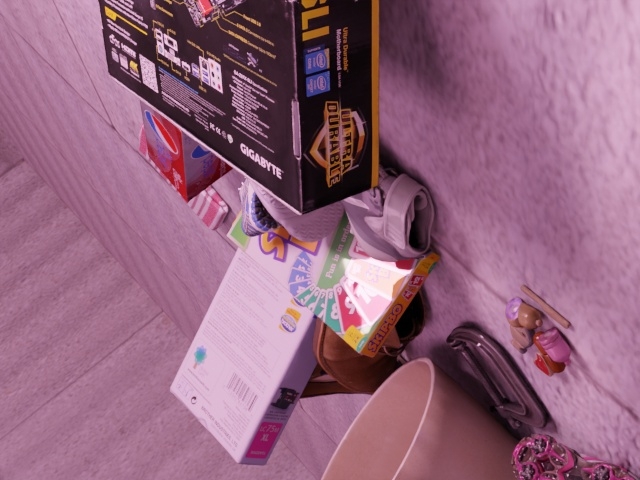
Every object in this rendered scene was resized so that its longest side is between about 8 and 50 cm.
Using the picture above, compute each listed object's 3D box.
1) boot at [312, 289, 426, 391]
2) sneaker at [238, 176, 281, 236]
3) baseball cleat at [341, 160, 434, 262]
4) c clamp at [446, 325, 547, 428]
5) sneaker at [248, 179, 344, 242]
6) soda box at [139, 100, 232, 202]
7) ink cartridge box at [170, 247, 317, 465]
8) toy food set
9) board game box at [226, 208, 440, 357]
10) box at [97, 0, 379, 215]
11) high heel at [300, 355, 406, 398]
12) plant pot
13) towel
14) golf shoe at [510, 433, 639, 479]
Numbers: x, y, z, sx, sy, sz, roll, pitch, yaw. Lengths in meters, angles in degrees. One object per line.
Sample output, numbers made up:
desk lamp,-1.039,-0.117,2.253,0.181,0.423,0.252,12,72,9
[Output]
boot,0.063,0.108,1.280,0.115,0.112,0.305,35,156,29
sneaker,-0.065,-0.064,1.175,0.052,0.135,0.058,22,146,-24
baseball cleat,0.041,-0.068,1.016,0.109,0.072,0.206,-3,131,54
c clamp,0.182,0.149,1.176,0.160,0.022,0.137,56,165,-22
sneaker,-0.068,-0.128,1.108,0.153,0.101,0.268,26,146,59
soda box,-0.165,-0.142,1.381,0.092,0.083,0.263,49,166,9
ink cartridge box,-0.074,0.117,1.454,0.065,0.311,0.186,13,-163,-44
toy food set,0.197,0.092,0.998,0.078,0.019,0.122,42,163,29
board game box,0.000,0.000,1.161,0.039,0.124,0.259,24,-168,-48
box,-0.079,-0.200,0.843,0.322,0.079,0.257,36,137,44
high heel,0.024,0.212,1.471,0.261,0.186,0.093,38,161,41
plant pot,0.164,0.313,1.254,0.274,0.256,0.256,33,168,-9
towel,-0.217,-0.105,1.746,0.197,0.029,0.144,48,165,-1
golf shoe,0.278,0.249,1.080,0.086,0.067,0.186,28,-179,-38
